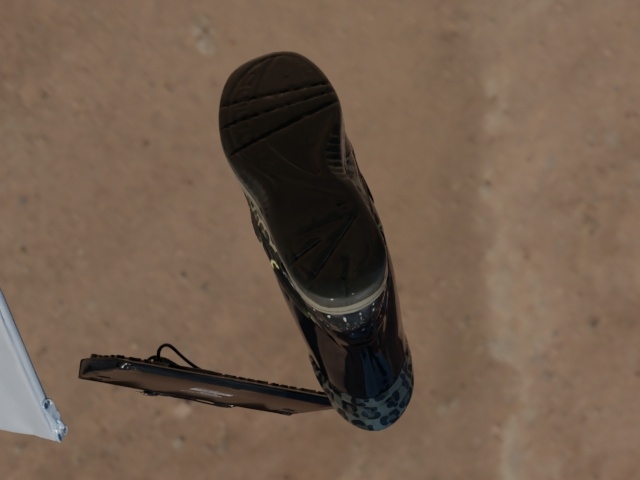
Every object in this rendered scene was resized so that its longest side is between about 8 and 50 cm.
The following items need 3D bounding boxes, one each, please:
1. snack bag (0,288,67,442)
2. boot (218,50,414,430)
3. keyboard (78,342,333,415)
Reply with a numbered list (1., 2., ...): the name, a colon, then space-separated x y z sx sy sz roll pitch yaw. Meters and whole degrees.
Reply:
1. snack bag: -0.448 0.077 1.974 0.323 0.343 0.037 76 29 -43
2. boot: -0.001 0.001 1.307 0.085 0.236 0.178 -19 139 -3
3. keyboard: -0.083 0.092 1.340 0.192 0.100 0.038 15 73 -35
